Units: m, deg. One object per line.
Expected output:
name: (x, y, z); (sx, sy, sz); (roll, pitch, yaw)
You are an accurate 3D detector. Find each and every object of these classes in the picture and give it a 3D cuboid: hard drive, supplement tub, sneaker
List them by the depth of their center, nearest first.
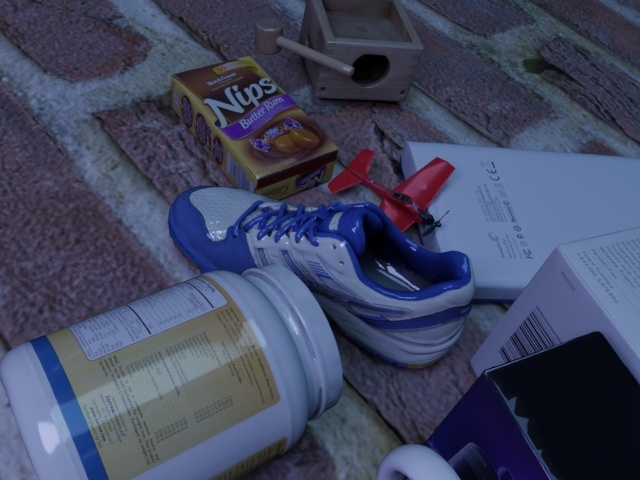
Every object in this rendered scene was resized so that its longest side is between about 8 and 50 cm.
supplement tub: (-0.099, 0.106, 0.430); (0.199, 0.144, 0.144); (-21, 59, -29)
sneaker: (0.000, 0.000, 0.556); (0.296, 0.131, 0.112); (22, 50, 7)
hard drive: (0.265, -0.023, 0.702); (0.318, 0.040, 0.210); (2, 50, -12)

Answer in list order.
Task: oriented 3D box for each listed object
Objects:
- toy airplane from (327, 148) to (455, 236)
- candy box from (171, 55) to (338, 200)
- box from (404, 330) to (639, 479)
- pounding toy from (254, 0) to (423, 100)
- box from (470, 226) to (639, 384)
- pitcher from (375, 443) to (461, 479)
toy airplane: (0.071, -0.052, 0.658); (0.151, 0.028, 0.151); (-10, 54, 14)
candy box: (-0.079, -0.129, 0.697); (0.109, 0.053, 0.187); (-25, 59, -30)
box: (0.171, 0.221, 0.377); (0.103, 0.184, 0.261); (-13, 55, -20)
pounding toy: (0.015, -0.231, 0.777); (0.205, 0.094, 0.181); (-1, 50, -15)
box: (0.238, 0.115, 0.484); (0.119, 0.181, 0.182); (-11, 54, -22)
pitcher: (0.064, 0.222, 0.332); (0.125, 0.207, 0.178); (-11, 54, -22)
